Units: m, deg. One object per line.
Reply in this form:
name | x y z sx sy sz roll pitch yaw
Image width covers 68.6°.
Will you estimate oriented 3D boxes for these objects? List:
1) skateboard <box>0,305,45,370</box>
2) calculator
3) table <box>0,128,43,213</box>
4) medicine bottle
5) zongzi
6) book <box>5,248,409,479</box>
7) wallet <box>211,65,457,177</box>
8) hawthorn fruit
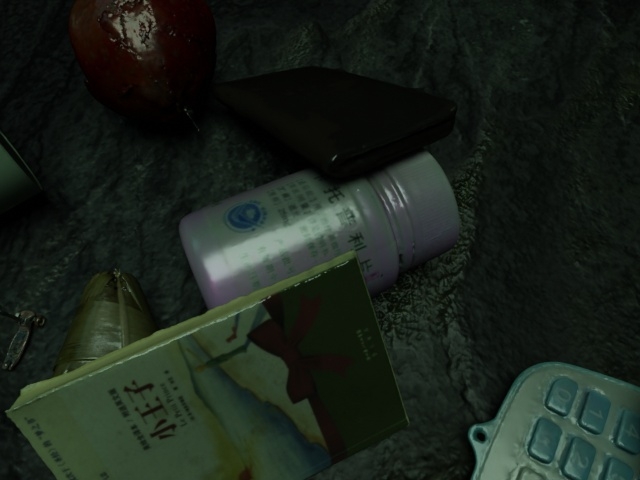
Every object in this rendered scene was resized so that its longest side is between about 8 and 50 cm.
skateboard | -0.318 0.091 0.466 0.032 0.083 0.063 11 65 3
calculator | 0.309 0.274 0.411 0.387 0.054 0.256 29 67 14
table | -0.445 -0.049 0.510 0.220 0.126 0.126 -35 70 -18
medicine bottle | 0.000 0.000 0.483 0.255 0.152 0.151 -23 67 -11
zongzi | -0.163 0.114 0.469 0.176 0.078 0.160 9 63 -8
book | -0.069 0.148 0.409 0.290 0.201 0.026 -24 23 -12
wallet | -0.001 -0.153 0.539 0.165 0.042 0.309 -21 35 -24
hawthorn fruit | -0.204 -0.226 0.579 0.181 0.181 0.235 -26 68 -13
